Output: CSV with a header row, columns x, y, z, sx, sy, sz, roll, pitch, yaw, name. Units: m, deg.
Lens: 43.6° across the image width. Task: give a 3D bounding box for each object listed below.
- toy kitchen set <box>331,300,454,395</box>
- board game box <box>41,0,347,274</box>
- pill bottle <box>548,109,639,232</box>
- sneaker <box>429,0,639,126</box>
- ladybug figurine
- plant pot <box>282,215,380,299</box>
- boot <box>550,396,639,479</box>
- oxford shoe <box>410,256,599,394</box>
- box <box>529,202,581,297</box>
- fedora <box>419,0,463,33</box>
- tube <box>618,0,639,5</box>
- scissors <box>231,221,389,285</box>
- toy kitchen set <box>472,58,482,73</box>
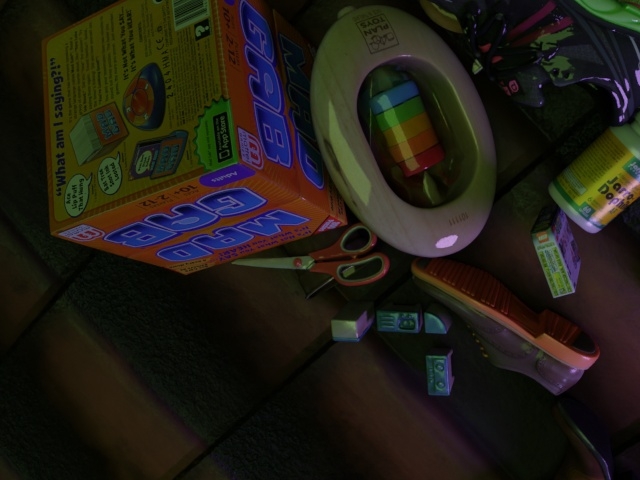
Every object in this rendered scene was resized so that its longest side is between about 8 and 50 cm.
x,y,z,sx,sy,sz,roll,pitch,yaw,name
0.141,0.213,1.529,0.207,0.122,0.166,0,104,21,toy kitchen set
-0.211,-0.183,1.367,0.356,0.356,0.356,-17,70,23,board game box
0.489,-0.120,1.315,0.117,0.117,0.208,45,114,5,pill bottle
0.307,-0.317,1.217,0.483,0.185,0.202,24,102,-4,sneaker
0.129,-0.185,1.376,0.305,0.162,0.449,-23,95,-19,ladybug figurine
0.000,0.000,1.516,0.167,0.167,0.165,-36,81,24,plant pot
0.435,0.453,1.519,0.280,0.096,0.264,-36,97,32,boot
0.310,0.157,1.453,0.364,0.130,0.132,32,120,12,oxford shoe
0.395,0.011,1.335,0.036,0.207,0.114,-19,95,24,box
0.259,-0.439,1.340,0.194,0.079,0.194,5,105,18,fedora
0.498,-0.392,1.258,0.240,0.070,0.062,34,95,19,tube
-0.023,0.048,1.429,0.297,0.021,0.109,-15,80,18,scissors
0.269,-0.334,1.361,0.068,0.083,0.075,-40,88,24,toy kitchen set
